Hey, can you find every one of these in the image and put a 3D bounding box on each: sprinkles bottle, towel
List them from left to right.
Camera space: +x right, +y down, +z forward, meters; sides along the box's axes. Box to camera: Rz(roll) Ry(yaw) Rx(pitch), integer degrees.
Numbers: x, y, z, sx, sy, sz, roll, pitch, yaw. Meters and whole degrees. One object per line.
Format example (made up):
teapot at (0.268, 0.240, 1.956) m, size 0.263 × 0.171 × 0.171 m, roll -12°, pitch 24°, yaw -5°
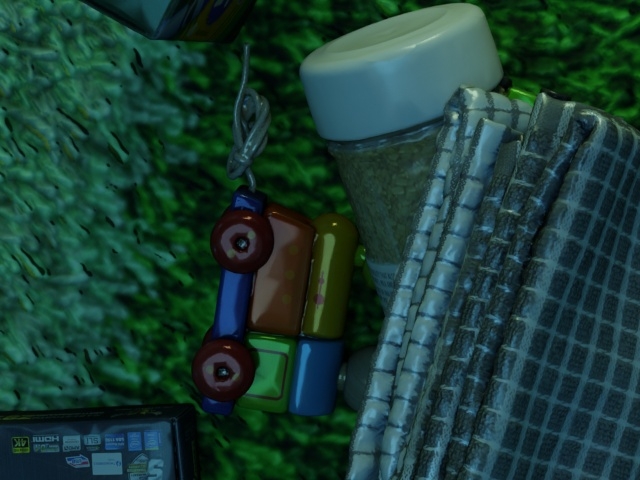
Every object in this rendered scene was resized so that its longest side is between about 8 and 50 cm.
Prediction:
sprinkles bottle at (0.096, 0.033, 1.165) m, size 0.121 × 0.121 × 0.355 m, roll -16°, pitch 106°, yaw 12°
towel at (0.161, 0.071, 1.065) m, size 0.235 × 0.121 × 0.283 m, roll 20°, pitch 84°, yaw -31°

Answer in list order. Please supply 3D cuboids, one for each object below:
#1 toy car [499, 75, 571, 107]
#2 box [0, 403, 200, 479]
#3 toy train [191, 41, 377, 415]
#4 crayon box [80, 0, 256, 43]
toy car at (0.187, -0.059, 1.211) m, size 0.225 × 0.053 × 0.239 m, roll 20°, pitch 98°, yaw 9°
box at (-0.199, 0.215, 1.309) m, size 0.233 × 0.059 × 0.183 m, roll -3°, pitch 96°, yaw 11°
toy train at (0.000, 0.000, 1.234) m, size 0.143 × 0.105 × 0.248 m, roll 9°, pitch 97°, yaw 0°
crayon box at (-0.036, -0.283, 1.155) m, size 0.083 × 0.203 × 0.323 m, roll 30°, pitch 100°, yaw 7°
